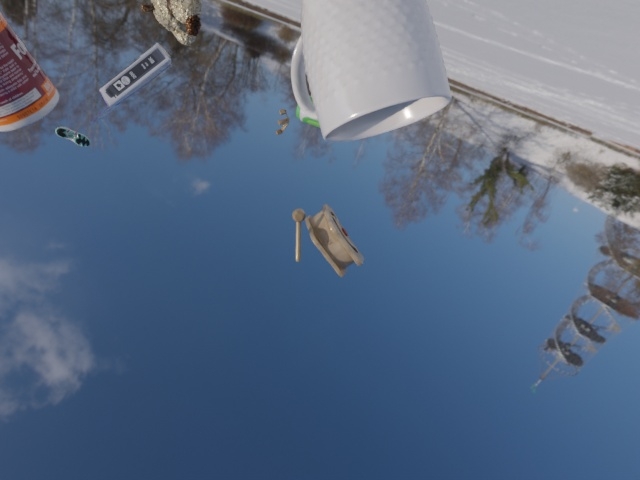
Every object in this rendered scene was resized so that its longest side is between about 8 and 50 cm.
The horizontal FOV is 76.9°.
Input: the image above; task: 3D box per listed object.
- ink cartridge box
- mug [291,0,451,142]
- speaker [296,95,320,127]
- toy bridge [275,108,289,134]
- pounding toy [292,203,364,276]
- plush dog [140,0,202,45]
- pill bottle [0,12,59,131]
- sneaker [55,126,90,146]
[{"bbox_3d":[-0.421,-0.346,0.887,0.045,0.208,0.206,50,178,-28],"label":"ink cartridge box"},{"bbox_3d":[0.064,-0.400,0.874,0.276,0.328,0.374,-17,-176,-41],"label":"mug"},{"bbox_3d":[0.043,-0.561,1.834,0.296,0.131,0.131,23,-152,14],"label":"speaker"},{"bbox_3d":[-0.198,-0.640,2.165,0.063,0.188,0.026,-23,-106,-21],"label":"toy bridge"},{"bbox_3d":[0.000,0.000,1.199,0.270,0.154,0.154,52,-167,-21],"label":"pounding toy"},{"bbox_3d":[-0.564,-0.937,1.603,0.225,0.263,0.210,10,-160,34],"label":"plush dog"},{"bbox_3d":[-0.934,-0.518,1.085,0.223,0.392,0.224,-6,-129,7],"label":"pill bottle"},{"bbox_3d":[-0.776,-0.332,1.264,0.098,0.038,0.069,28,-173,-41],"label":"sneaker"}]
